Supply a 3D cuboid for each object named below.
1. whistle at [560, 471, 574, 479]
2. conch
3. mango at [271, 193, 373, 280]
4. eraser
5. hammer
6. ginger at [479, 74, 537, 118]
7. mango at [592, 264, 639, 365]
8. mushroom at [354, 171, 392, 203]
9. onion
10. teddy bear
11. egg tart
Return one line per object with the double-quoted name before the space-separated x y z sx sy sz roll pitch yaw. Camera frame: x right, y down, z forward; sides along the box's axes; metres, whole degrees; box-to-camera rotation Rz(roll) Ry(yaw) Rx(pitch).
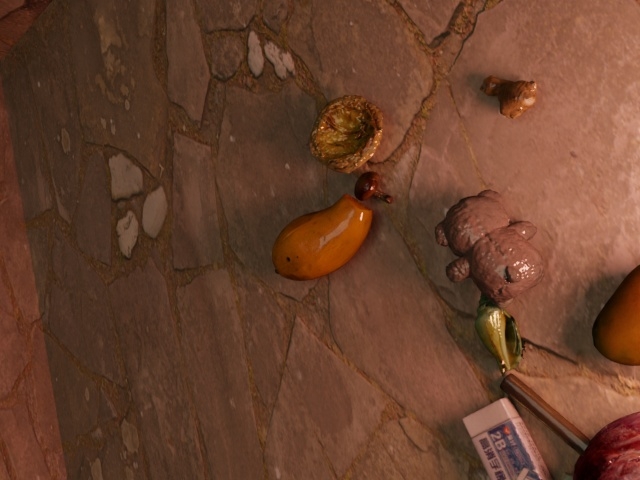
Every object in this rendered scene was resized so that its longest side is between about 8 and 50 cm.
"whistle" 0.535 0.631 1.507 0.102 0.106 0.253 6 90 10
"conch" 0.421 0.212 1.654 0.095 0.079 0.200 -33 83 19
"mango" 0.003 0.003 1.969 0.360 0.144 0.186 -26 73 32
"eraser" 0.432 0.487 1.624 0.124 0.068 0.210 -39 63 31
"hammer" 0.571 0.451 1.528 0.440 0.044 0.168 40 112 34
"ginger" 0.452 -0.345 1.686 0.165 0.067 0.096 27 103 51
"mango" 0.673 0.156 1.414 0.175 0.139 0.254 52 126 43
"mushroom" 0.144 -0.142 1.913 0.130 0.073 0.088 29 78 36
"onion" 0.611 0.473 1.384 0.284 0.120 0.227 -37 55 24
"teddy bear" 0.396 0.020 1.632 0.236 0.151 0.267 -35 56 -1
"egg tart" 0.080 -0.292 1.966 0.253 0.098 0.231 -4 77 35
